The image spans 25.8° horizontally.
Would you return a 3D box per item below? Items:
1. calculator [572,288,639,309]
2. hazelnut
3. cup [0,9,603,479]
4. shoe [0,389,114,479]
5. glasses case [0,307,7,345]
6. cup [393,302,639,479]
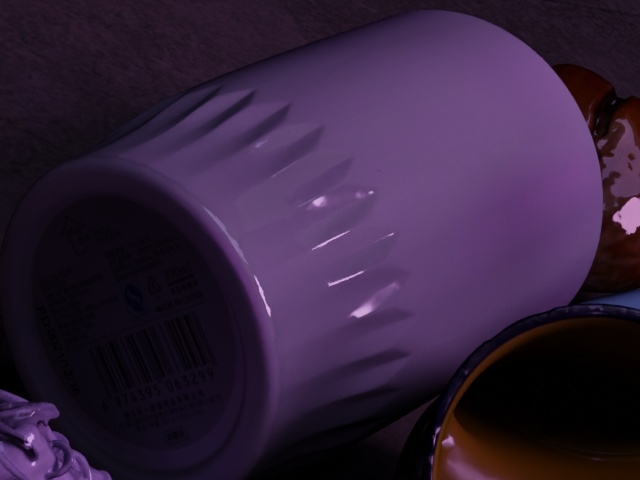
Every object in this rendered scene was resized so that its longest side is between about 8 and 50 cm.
[{"bbox_3d":[0.336,0.136,1.175,0.386,0.054,0.256,-4,47,-38],"label":"calculator"},{"bbox_3d":[0.226,-0.050,1.210,0.212,0.181,0.181,30,5,14],"label":"hazelnut"},{"bbox_3d":[0.000,0.000,0.890,0.253,0.253,0.371,42,35,17],"label":"cup"},{"bbox_3d":[-0.148,0.131,0.697,0.245,0.137,0.095,19,39,-19],"label":"shoe"},{"bbox_3d":[-0.293,0.040,0.763,0.267,0.067,0.103,-8,48,-46],"label":"glasses case"},{"bbox_3d":[0.090,0.155,0.774,0.255,0.256,0.178,-14,78,-6],"label":"cup"}]
